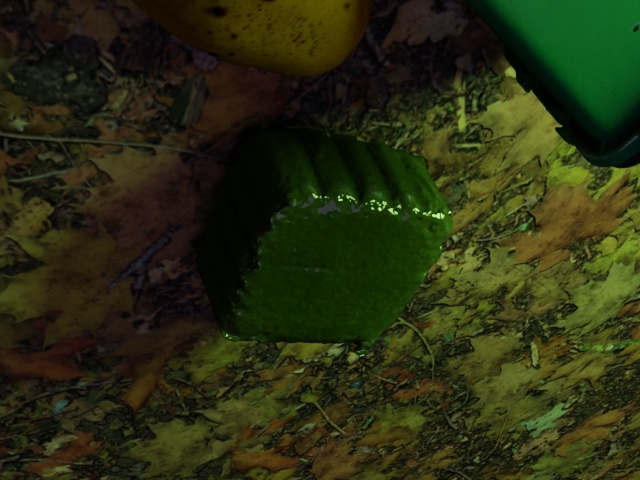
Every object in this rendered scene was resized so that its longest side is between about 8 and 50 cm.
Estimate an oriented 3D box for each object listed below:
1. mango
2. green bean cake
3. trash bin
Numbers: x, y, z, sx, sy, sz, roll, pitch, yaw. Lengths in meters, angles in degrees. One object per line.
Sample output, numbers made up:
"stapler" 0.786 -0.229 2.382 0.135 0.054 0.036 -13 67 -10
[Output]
"mango" -0.049 -0.243 0.772 0.191 0.160 0.290 -36 149 18
"green bean cake" 0.000 0.000 1.050 0.249 0.156 0.247 4 131 -28
"trash bin" 0.232 -0.261 0.803 0.381 0.295 0.259 28 117 -36
